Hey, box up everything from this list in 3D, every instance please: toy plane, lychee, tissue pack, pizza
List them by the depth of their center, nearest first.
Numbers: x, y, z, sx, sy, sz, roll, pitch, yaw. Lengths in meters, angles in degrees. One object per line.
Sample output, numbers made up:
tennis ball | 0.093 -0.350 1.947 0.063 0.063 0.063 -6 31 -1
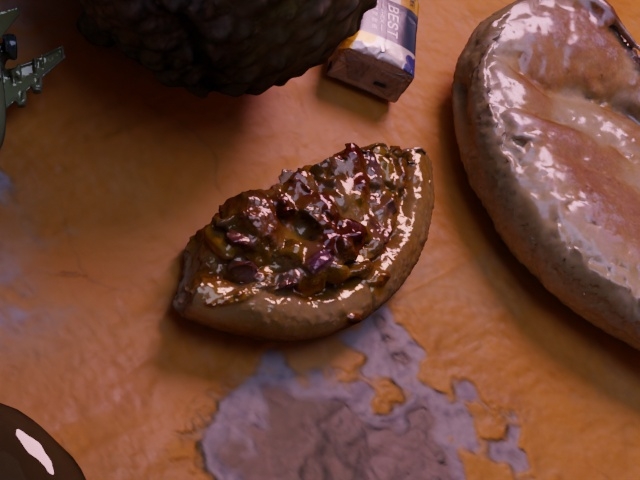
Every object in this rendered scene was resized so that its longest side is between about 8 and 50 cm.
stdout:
toy plane | -0.210 -0.104 1.098 0.102 0.040 0.111 -4 56 -12
pizza | 0.001 -0.002 1.143 0.246 0.058 0.127 -17 67 -42
lychee | -0.061 -0.229 1.147 0.255 0.274 0.255 47 17 -19
tissue pack | 0.039 -0.151 1.288 0.062 0.042 0.083 19 49 -16

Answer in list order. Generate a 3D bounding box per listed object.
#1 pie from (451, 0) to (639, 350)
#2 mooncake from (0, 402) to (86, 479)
pie | 0.240 -0.046 1.319 0.337 0.075 0.338 15 56 -23
mooncake | -0.278 0.168 0.742 0.378 0.201 0.378 17 49 -21
